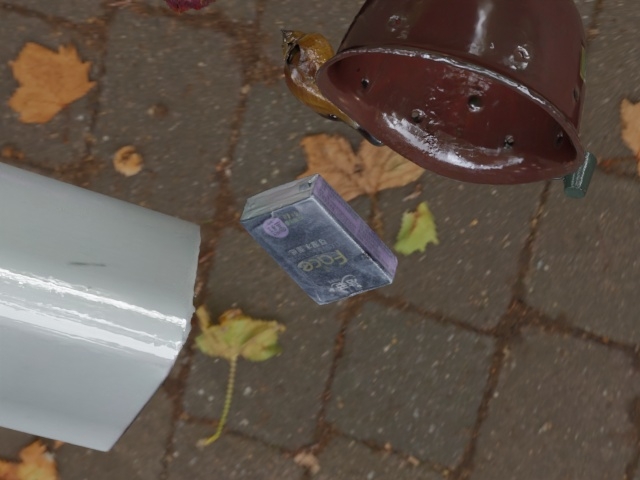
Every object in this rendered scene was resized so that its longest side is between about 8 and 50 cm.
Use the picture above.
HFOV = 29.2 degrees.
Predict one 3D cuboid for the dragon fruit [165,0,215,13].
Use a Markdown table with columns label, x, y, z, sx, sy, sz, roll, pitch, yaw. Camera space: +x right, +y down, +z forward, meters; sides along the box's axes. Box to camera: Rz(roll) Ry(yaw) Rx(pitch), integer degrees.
| label | x | y | z | sx | sy | sz | roll | pitch | yaw |
| --- | --- | --- | --- | --- | --- | --- | --- | --- | --- |
| dragon fruit | -0.123 | -0.371 | 1.190 | 0.240 | 0.302 | 0.330 | 34 | 144 | 0 |

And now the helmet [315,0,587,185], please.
| label | x | y | z | sx | sy | sz | roll | pitch | yaw |
| --- | --- | --- | --- | --- | --- | --- | --- | --- | --- |
| helmet | 0.088 | -0.105 | 0.693 | 0.155 | 0.175 | 0.106 | 15 | 73 | 20 |

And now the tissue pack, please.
| label | x | y | z | sx | sy | sz | roll | pitch | yaw |
| --- | --- | --- | --- | --- | --- | --- | --- | --- | --- |
| tissue pack | 0.000 | 0.000 | 1.379 | 0.112 | 0.051 | 0.156 | -18 | 129 | 37 |

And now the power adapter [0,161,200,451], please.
| label | x | y | z | sx | sy | sz | roll | pitch | yaw |
| --- | --- | --- | --- | --- | --- | --- | --- | --- | --- |
| power adapter | -0.229 | 0.036 | 0.819 | 0.255 | 0.124 | 0.187 | 18 | 141 | -19 |

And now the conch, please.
| label | x | y | z | sx | sy | sz | roll | pitch | yaw |
| --- | --- | --- | --- | --- | --- | --- | --- | --- | --- |
| conch | 0.007 | -0.196 | 1.603 | 0.080 | 0.086 | 0.233 | -39 | 74 | 23 |

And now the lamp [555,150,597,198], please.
| label | x | y | z | sx | sy | sz | roll | pitch | yaw |
| --- | --- | --- | --- | --- | --- | --- | --- | --- | --- |
| lamp | 0.202 | -0.066 | 1.177 | 0.121 | 0.041 | 0.054 | 14 | 64 | 2 |
